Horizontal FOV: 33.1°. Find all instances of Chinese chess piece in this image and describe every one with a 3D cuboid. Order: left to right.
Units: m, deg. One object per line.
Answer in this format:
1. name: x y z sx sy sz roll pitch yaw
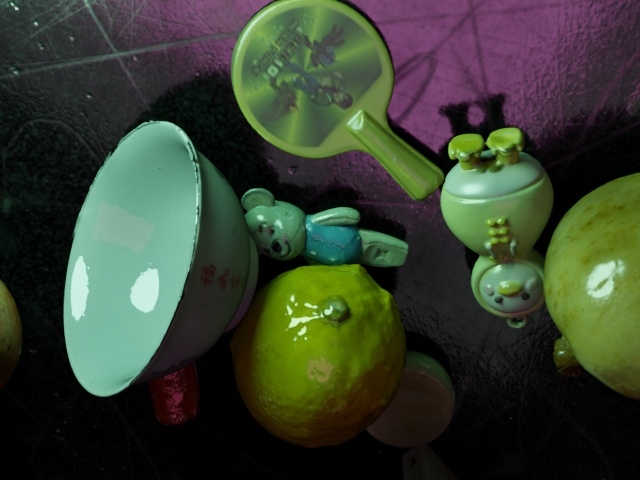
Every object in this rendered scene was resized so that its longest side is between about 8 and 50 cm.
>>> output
1. Chinese chess piece: 0.120 0.225 1.531 0.144 0.058 0.144 1 113 3

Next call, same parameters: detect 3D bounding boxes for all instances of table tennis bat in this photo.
1. table tennis bat: 0.031 -0.168 1.363 0.321 0.050 0.198 42 107 -11

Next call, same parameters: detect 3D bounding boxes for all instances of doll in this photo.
1. doll: 0.236 -0.006 1.387 0.141 0.117 0.296 -11 114 10

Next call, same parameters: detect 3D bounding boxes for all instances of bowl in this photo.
1. bowl: -0.180 0.036 1.349 0.157 0.345 0.345 16 117 -34

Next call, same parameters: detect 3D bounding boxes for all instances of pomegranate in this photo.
1. pomegranate: 0.423 0.056 1.312 0.307 0.307 0.307 1 115 1

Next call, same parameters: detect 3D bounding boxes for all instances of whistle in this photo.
1. whistle: 0.000 0.000 1.422 0.235 0.077 0.114 12 123 -7

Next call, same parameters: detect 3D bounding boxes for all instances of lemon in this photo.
1. lemon: -0.002 0.150 1.397 0.233 0.233 0.288 5 148 -1

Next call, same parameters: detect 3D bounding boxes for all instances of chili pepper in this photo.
1. chili pepper: -0.210 0.204 1.525 0.070 0.073 0.123 15 121 42

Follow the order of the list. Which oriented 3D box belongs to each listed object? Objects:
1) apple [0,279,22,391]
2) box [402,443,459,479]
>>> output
1. apple: -0.566 0.137 1.377 0.305 0.338 0.338 32 113 9
2. box: 0.247 0.479 1.562 0.051 0.204 0.365 -36 109 16
